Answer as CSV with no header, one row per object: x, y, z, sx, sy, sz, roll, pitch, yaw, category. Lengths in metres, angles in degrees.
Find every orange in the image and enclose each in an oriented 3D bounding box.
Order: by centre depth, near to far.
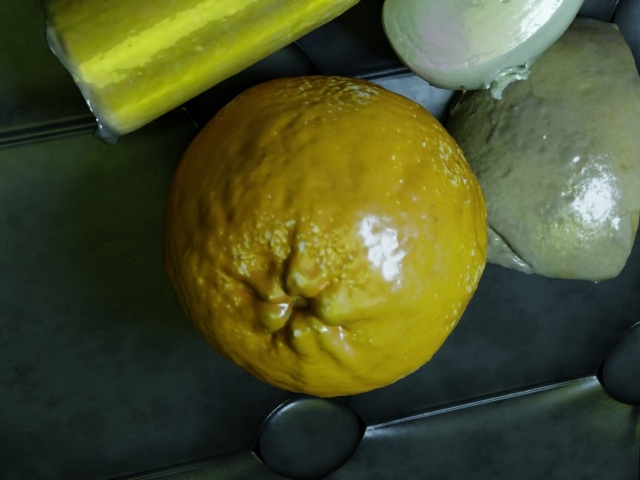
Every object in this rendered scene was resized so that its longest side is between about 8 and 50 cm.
0.000,0.000,0.962,0.341,0.293,0.340,5,113,13,orange

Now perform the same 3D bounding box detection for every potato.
0.244,-0.109,1.041,0.211,0.189,0.264,5,115,-14,potato

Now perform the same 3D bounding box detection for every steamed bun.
0.190,-0.245,0.956,0.239,0.170,0.152,-37,82,12,steamed bun

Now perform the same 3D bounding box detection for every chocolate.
-0.046,-0.255,0.922,0.446,0.162,0.162,-26,119,1,chocolate
